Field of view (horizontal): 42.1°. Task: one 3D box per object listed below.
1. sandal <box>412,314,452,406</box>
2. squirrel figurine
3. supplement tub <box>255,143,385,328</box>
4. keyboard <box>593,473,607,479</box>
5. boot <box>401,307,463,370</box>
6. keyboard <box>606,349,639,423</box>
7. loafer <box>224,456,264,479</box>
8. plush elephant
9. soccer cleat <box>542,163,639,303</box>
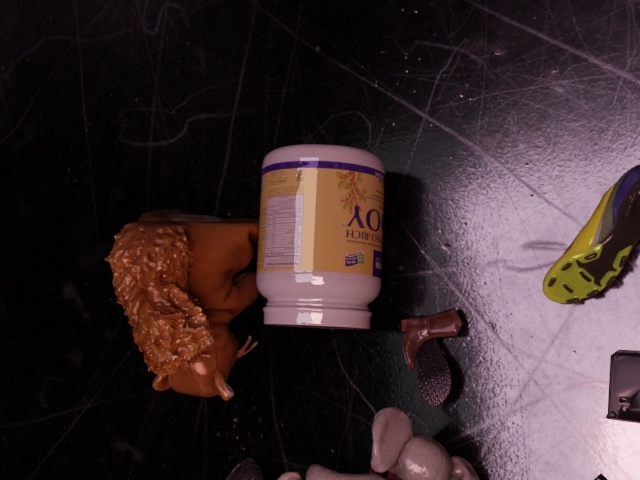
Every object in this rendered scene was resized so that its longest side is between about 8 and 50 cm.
[{"bbox_3d":[0.210,0.226,1.567,0.067,0.040,0.179,-21,59,18],"label":"sandal"},{"bbox_3d":[-0.273,0.142,1.641,0.281,0.397,0.370,6,98,19],"label":"squirrel figurine"},{"bbox_3d":[0.000,0.000,1.592,0.241,0.241,0.331,-2,82,28],"label":"supplement tub"},{"bbox_3d":[0.514,0.471,1.373,0.180,0.023,0.108,46,104,25],"label":"keyboard"},{"bbox_3d":[0.210,0.182,1.543,0.114,0.037,0.106,-12,64,17],"label":"boot"},{"bbox_3d":[0.626,0.287,1.337,0.317,0.033,0.201,2,77,29],"label":"keyboard"},{"bbox_3d":[-0.189,0.543,1.715,0.223,0.076,0.078,-55,27,18],"label":"loafer"},{"bbox_3d":[0.125,0.442,1.473,0.272,0.255,0.330,48,149,-14],"label":"plush elephant"},{"bbox_3d":[0.489,-0.008,1.430,0.093,0.121,0.289,31,117,-7],"label":"soccer cleat"}]
